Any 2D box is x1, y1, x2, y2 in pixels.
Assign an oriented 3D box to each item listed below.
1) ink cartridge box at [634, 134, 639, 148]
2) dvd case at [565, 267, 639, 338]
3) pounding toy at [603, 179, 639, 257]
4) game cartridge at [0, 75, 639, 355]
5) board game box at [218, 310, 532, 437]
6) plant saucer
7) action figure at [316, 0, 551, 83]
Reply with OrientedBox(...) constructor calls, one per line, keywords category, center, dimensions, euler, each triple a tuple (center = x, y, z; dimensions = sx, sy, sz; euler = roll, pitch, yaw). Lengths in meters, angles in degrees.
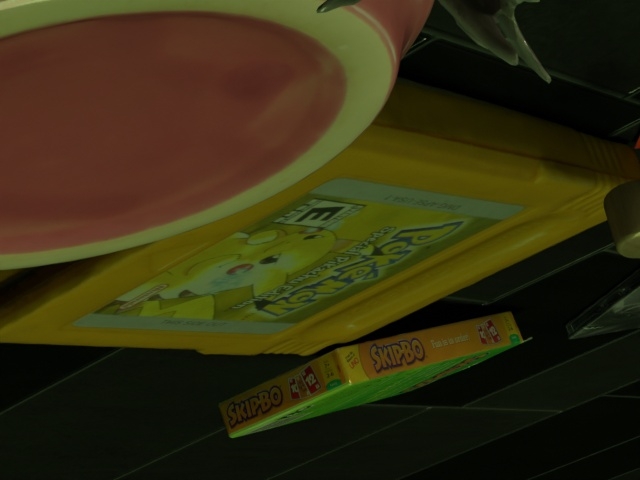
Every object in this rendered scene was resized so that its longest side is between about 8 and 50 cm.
OrientedBox(category="ink cartridge box", center=(0.254, -0.070, 1.007), dimensions=(0.115, 0.029, 0.063), euler=(-15, 161, -4))
OrientedBox(category="dvd case", center=(0.339, 0.037, 1.400), dimensions=(0.221, 0.018, 0.164), euler=(-7, 160, -23))
OrientedBox(category="pounding toy", center=(0.251, -0.059, 0.922), dimensions=(0.206, 0.094, 0.181), euler=(-13, 156, -5))
OrientedBox(category="game cartridge", center=(0.000, 0.000, 0.978), dimensions=(0.285, 0.053, 0.323), euler=(-28, 157, 33))
OrientedBox(category="board game box", center=(0.051, 0.100, 1.277), dimensions=(0.124, 0.039, 0.259), euler=(-27, 165, 36))
OrientedBox(category="plant saucer", center=(-0.101, -0.071, 0.646), dimensions=(0.332, 0.084, 0.332), euler=(-13, 161, -5))
OrientedBox(category="action figure", center=(0.116, -0.138, 0.499), dimensions=(0.285, 0.185, 0.099), euler=(-26, 153, 3))
